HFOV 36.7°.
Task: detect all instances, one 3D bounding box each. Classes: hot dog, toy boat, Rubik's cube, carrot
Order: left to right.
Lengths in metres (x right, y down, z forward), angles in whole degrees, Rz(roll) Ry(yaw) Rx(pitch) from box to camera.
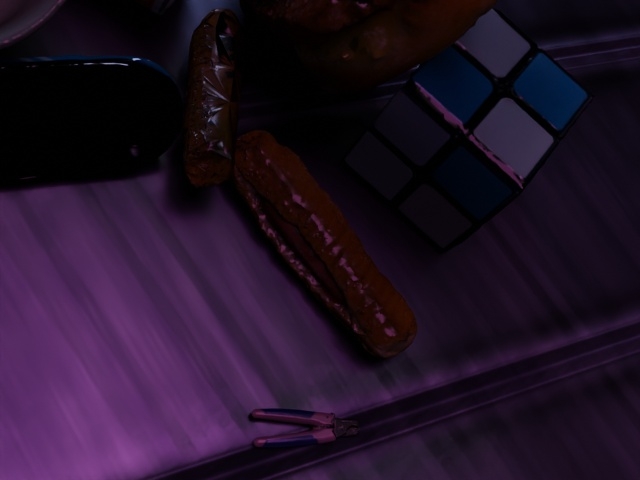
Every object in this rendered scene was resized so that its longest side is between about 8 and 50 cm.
[{"bbox_3d":[-0.287,-0.133,0.943,0.299,0.134,0.092,-7,41,-27],"label":"toy boat"},{"bbox_3d":[-0.113,-0.158,1.029,0.069,0.069,0.228,12,51,-16],"label":"carrot"},{"bbox_3d":[0.001,0.000,1.019,0.083,0.068,0.289,-33,80,-37],"label":"hot dog"},{"bbox_3d":[0.021,-0.292,1.037,0.185,0.405,0.223,39,97,-26],"label":"hot dog"},{"bbox_3d":[0.160,-0.123,1.073,0.167,0.180,0.183,41,56,-1],"label":"Rubik's cube"}]

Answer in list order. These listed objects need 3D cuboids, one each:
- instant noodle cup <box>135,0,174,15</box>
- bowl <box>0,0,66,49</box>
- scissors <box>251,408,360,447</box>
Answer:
[{"bbox_3d":[-0.219,-0.362,1.043,0.212,0.193,0.193,37,58,-11],"label":"instant noodle cup"},{"bbox_3d":[-0.376,-0.288,0.884,0.289,0.146,0.289,5,81,-32],"label":"bowl"},{"bbox_3d":[-0.013,0.185,0.957,0.113,0.012,0.039,3,66,-21],"label":"scissors"}]
